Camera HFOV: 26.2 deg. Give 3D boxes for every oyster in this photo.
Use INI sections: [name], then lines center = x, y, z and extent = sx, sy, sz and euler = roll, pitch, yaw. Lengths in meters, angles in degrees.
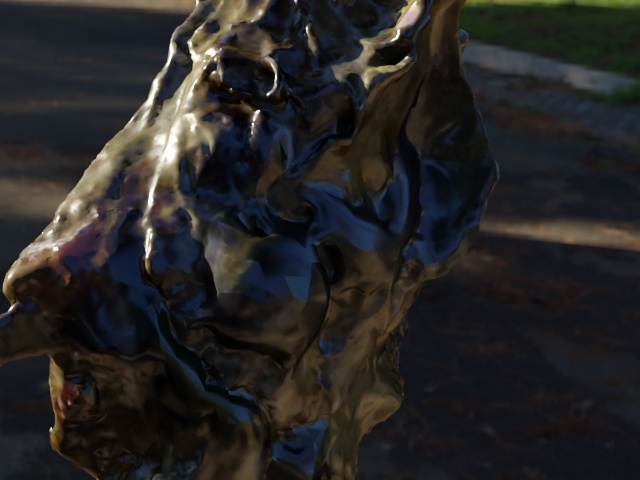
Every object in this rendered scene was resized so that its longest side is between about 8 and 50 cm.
[oyster]
center = 0.007, -0.008, 0.672
extent = 0.096, 0.221, 0.361
euler = 3, 55, 52
